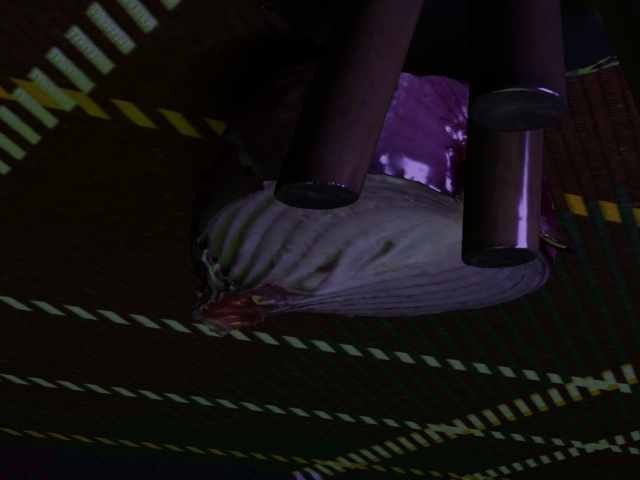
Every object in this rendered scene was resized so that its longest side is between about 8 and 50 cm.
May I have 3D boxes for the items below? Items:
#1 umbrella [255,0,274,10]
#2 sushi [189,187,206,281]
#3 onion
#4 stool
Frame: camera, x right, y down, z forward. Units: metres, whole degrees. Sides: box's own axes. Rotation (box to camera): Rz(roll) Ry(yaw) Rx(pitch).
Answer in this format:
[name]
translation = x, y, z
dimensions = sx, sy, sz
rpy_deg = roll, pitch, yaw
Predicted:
[umbrella]
translation = -0.044, -0.180, 1.022
dimensions = 0.022, 0.013, 0.122
rpy_deg = 18, 167, 14
[sushi]
translation = 0.000, 0.000, 1.386
dimensions = 0.225, 0.124, 0.127
rpy_deg = -8, 160, 21
[onion]
translation = 0.016, -0.042, 1.209
dimensions = 0.348, 0.159, 0.267
rpy_deg = -19, 142, 41
[stool]
translation = 0.103, -0.108, 0.844
dimensions = 0.272, 0.179, 0.272
rpy_deg = 0, 160, 0
